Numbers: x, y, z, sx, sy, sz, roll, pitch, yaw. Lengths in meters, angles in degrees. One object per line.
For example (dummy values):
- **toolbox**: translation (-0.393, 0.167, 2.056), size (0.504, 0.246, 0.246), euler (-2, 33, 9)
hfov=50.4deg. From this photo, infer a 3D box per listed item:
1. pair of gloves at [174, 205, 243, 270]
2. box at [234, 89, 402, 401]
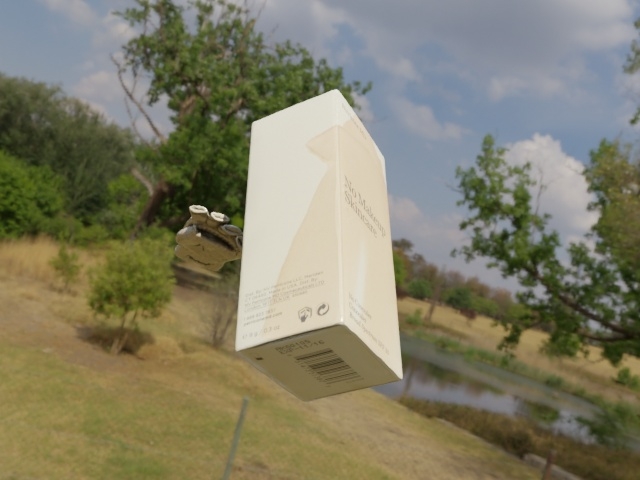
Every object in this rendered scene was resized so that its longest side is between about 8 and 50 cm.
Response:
- **pair of gloves**: translation (-0.081, 0.026, 0.939), size (0.240, 0.042, 0.204), euler (21, -17, -8)
- **box**: translation (0.000, 0.000, 0.755), size (0.121, 0.311, 0.148), euler (-18, -38, 23)
